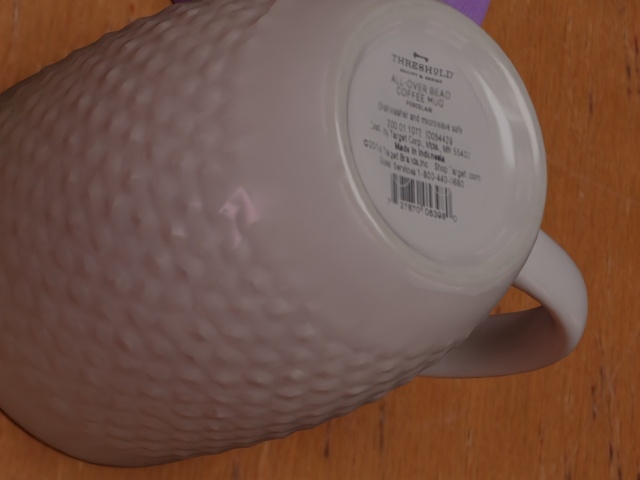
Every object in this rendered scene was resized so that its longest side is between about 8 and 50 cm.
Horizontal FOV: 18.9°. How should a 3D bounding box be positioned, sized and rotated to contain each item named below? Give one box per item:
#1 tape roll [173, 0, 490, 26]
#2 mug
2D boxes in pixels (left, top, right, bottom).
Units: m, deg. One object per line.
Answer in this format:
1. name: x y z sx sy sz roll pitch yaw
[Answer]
1. tape roll: 0.004 -0.240 1.439 0.275 0.090 0.274 14 68 -37
2. mug: 0.000 0.000 1.196 0.374 0.328 0.276 28 60 -32
